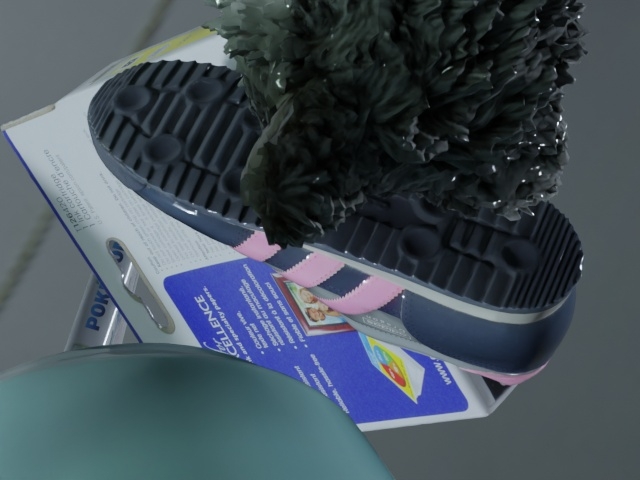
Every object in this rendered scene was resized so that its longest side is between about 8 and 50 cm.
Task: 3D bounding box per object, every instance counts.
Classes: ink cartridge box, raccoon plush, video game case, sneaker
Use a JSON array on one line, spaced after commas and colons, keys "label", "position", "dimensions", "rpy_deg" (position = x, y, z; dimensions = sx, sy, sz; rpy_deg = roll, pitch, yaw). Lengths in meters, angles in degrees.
[{"label": "ink cartridge box", "position": [-0.045, -0.001, 1.350], "dimensions": [0.072, 0.307, 0.304], "rpy_deg": [-42, 109, -36]}, {"label": "raccoon plush", "position": [0.066, -0.151, 0.707], "dimensions": [0.216, 0.446, 0.299], "rpy_deg": [-3, 90, -13]}, {"label": "video game case", "position": [-0.222, 0.158, 1.755], "dimensions": [0.036, 0.300, 0.329], "rpy_deg": [16, 137, -3]}, {"label": "sneaker", "position": [0.000, 0.000, 1.165], "dimensions": [0.112, 0.319, 0.131], "rpy_deg": [-53, 159, -30]}]

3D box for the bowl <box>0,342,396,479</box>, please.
[{"label": "bowl", "position": [-0.081, 0.158, 0.809], "dimensions": [0.311, 0.163, 0.311], "rpy_deg": [-8, 143, -6]}]
